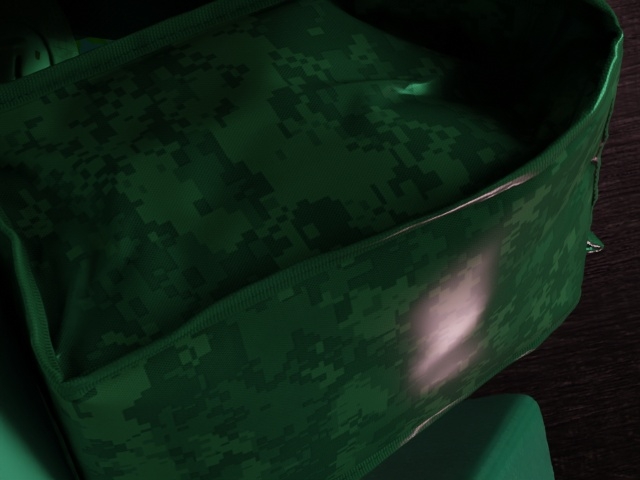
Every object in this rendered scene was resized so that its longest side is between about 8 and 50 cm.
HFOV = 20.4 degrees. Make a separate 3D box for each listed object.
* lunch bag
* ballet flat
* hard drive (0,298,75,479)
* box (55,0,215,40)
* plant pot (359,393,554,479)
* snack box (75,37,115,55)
[{"bbox_3d":[0.000,0.000,0.817,0.235,0.287,0.169,85,-21,-60],"label":"lunch bag"},{"bbox_3d":[-0.151,-0.063,0.922,0.052,0.057,0.168,27,49,-74],"label":"ballet flat"},{"bbox_3d":[-0.140,0.092,0.670,0.203,0.040,0.307,-98,175,-54],"label":"hard drive"},{"bbox_3d":[-0.096,-0.186,0.888,0.059,0.232,0.183,-45,130,-31],"label":"box"},{"bbox_3d":[0.035,0.274,1.253,0.252,0.247,0.247,-39,118,-68],"label":"plant pot"},{"bbox_3d":[-0.059,-0.101,1.235,0.174,0.207,0.070,62,16,-73],"label":"snack box"}]
